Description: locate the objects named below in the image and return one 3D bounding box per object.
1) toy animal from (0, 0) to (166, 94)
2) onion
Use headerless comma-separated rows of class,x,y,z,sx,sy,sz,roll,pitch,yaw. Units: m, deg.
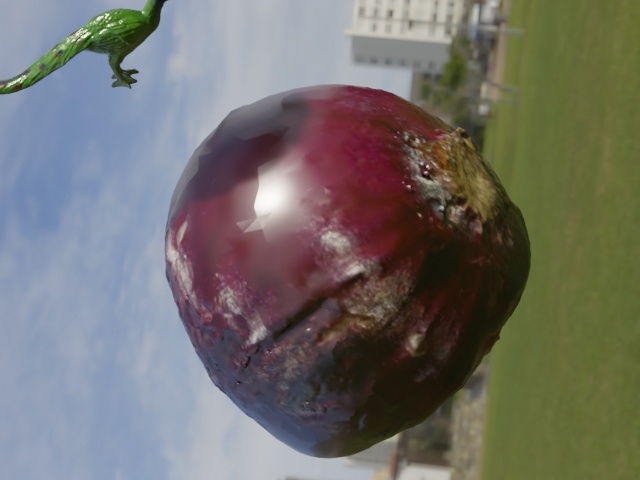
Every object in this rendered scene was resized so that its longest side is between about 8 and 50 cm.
toy animal,-0.223,-0.172,1.232,0.075,0.217,0.041,57,-174,-32
onion,0.000,0.000,1.054,0.282,0.260,0.337,-35,19,34
